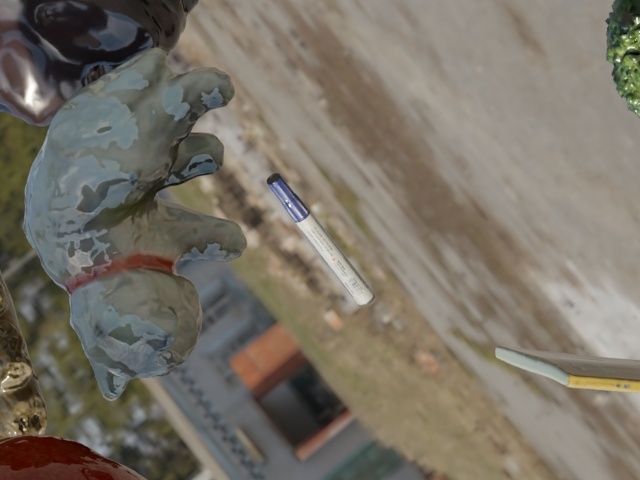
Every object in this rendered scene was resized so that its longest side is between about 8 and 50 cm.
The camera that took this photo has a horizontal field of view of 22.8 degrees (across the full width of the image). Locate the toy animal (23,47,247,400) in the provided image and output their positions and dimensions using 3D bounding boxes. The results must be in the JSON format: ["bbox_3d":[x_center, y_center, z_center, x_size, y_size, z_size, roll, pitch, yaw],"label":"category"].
[{"bbox_3d":[-0.171,-0.009,1.501,0.266,0.308,0.188,38,-143,-23],"label":"toy animal"}]

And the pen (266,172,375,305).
[{"bbox_3d":[0.000,0.000,1.850,0.204,0.025,0.025,52,176,-27],"label":"pen"}]

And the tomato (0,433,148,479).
[{"bbox_3d":[-0.219,0.326,1.210,0.293,0.290,0.325,43,130,19],"label":"tomato"}]

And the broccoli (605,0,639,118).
[{"bbox_3d":[0.456,-0.250,1.804,0.288,0.260,0.235,54,-143,-32],"label":"broccoli"}]

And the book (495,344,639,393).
[{"bbox_3d":[0.443,0.175,2.005,0.389,0.032,0.269,7,-178,-12],"label":"book"}]

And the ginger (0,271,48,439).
[{"bbox_3d":[-0.351,0.110,1.662,0.166,0.080,0.333,-42,65,52],"label":"ginger"}]

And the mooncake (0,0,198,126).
[{"bbox_3d":[-0.329,-0.298,1.662,0.381,0.350,0.212,51,-151,-34],"label":"mooncake"}]
